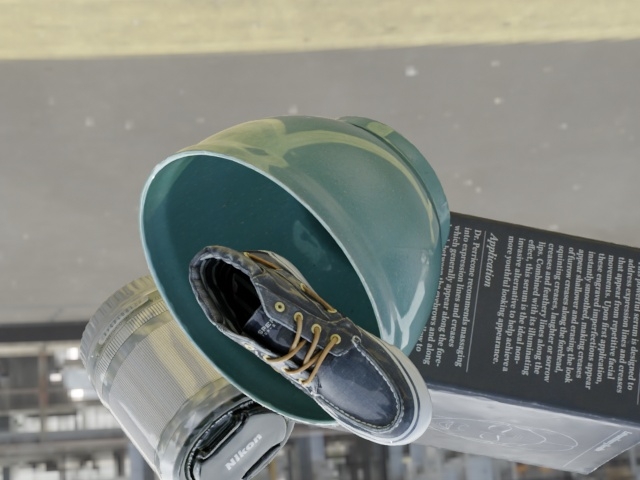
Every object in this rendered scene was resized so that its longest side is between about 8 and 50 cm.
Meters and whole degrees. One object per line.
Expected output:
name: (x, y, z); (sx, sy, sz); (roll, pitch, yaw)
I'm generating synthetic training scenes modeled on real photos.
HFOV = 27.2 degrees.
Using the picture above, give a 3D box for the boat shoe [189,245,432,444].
boat shoe: (-0.012, 0.071, 0.878); (0.065, 0.183, 0.083); (-56, 154, 12)

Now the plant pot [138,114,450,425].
plant pot: (0.000, 0.000, 1.258); (0.196, 0.293, 0.293); (-39, -169, -38)

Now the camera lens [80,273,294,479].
camera lens: (-0.182, 0.202, 1.838); (0.219, 0.274, 0.219); (-28, 142, -24)

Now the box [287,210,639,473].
box: (0.177, 0.120, 1.560); (0.395, 0.212, 0.293); (11, 160, -2)
